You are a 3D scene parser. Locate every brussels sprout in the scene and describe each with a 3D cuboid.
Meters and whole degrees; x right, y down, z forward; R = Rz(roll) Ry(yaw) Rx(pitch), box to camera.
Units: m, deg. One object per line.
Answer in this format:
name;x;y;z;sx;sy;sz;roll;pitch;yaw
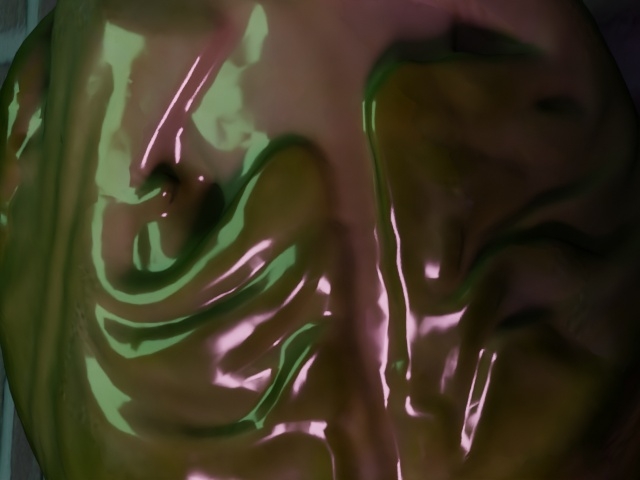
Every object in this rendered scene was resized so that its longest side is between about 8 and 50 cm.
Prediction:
brussels sprout;0.002;-0.004;0.795;0.281;0.289;0.355;-123;16;-51
